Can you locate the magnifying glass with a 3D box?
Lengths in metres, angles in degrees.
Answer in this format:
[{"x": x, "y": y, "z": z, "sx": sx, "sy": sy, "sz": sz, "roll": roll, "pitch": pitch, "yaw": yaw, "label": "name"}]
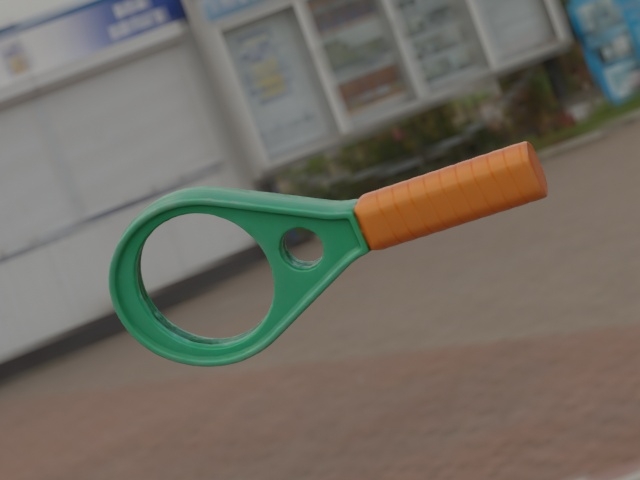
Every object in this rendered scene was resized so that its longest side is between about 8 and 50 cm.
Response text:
[{"x": 0.000, "y": 0.000, "z": 0.968, "sx": 0.231, "sy": 0.092, "sz": 0.026, "roll": -19, "pitch": 16, "yaw": 18, "label": "magnifying glass"}]
